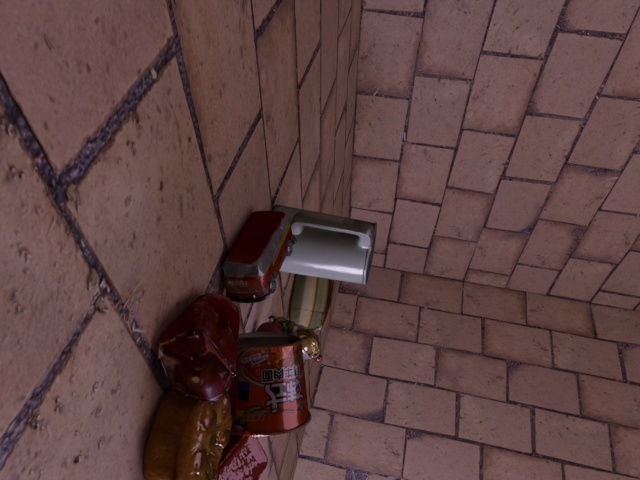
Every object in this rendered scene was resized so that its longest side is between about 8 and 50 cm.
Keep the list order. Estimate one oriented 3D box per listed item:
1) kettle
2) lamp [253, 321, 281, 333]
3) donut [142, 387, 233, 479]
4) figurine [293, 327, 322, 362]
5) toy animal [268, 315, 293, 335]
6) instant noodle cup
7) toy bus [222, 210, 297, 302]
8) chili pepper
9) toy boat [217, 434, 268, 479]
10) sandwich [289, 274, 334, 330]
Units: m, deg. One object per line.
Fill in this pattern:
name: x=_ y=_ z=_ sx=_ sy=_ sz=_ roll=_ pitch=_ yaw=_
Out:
kettle: x=0.003 y=-0.006 z=1.492 sx=0.205 sy=0.319 sz=0.264 roll=-67 pitch=166 yaw=-53
lamp: x=-0.160 y=0.299 z=1.499 sx=0.107 sy=0.093 sz=0.107 roll=11 pitch=90 yaw=-83
donut: x=-0.243 y=0.378 z=0.943 sx=0.226 sy=0.114 sz=0.226 roll=9 pitch=90 yaw=-81
figurine: x=-0.076 y=0.446 z=2.207 sx=0.193 sy=0.133 sz=0.274 roll=66 pitch=-9 yaw=-12
toy animal: x=-0.143 y=0.382 z=1.790 sx=0.157 sy=0.098 sz=0.311 roll=-95 pitch=-171 yaw=-72
instant noodle cup: x=-0.146 y=0.331 z=1.195 sx=0.250 sy=0.251 sz=0.191 roll=0 pitch=90 yaw=-82
toy bus: x=-0.151 y=0.031 z=1.208 sx=0.265 sy=0.122 sz=0.119 roll=-68 pitch=157 yaw=-53
chili pepper: x=-0.216 y=0.171 z=0.947 sx=0.252 sy=0.144 sz=0.136 roll=-91 pitch=-157 yaw=-66
toy boat: x=-0.253 y=0.544 z=1.054 sx=0.145 sy=0.133 sz=0.332 roll=67 pitch=30 yaw=-13
sandwich: x=-0.035 y=0.255 z=2.093 sx=0.198 sy=0.155 sz=0.227 roll=53 pitch=47 yaw=-79
